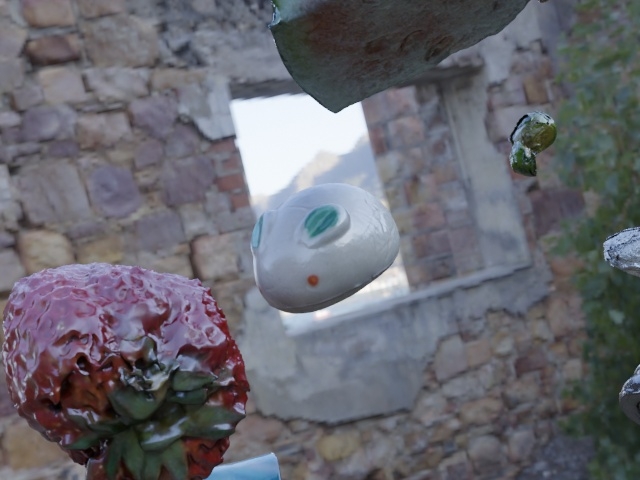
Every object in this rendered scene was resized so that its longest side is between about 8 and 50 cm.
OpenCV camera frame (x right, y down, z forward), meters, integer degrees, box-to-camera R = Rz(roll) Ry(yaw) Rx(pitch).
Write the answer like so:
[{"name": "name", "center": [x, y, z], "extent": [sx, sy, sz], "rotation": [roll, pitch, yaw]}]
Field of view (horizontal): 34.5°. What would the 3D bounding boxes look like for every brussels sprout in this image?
[{"name": "brussels sprout", "center": [0.236, -0.108, 1.170], "extent": [0.051, 0.046, 0.083], "rotation": [-23, 29, 54]}]

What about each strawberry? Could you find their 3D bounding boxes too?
[{"name": "strawberry", "center": [-0.246, 0.135, 1.302], "extent": [0.267, 0.312, 0.351], "rotation": [-42, 26, 11]}]

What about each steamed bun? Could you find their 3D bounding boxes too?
[{"name": "steamed bun", "center": [0.000, 0.000, 1.353], "extent": [0.177, 0.130, 0.228], "rotation": [-6, 21, 36]}]

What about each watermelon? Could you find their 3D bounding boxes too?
[{"name": "watermelon", "center": [0.114, -0.307, 1.047], "extent": [0.258, 0.387, 0.228], "rotation": [27, -3, 24]}]

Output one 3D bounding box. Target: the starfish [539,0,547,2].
[{"name": "starfish", "center": [0.235, -0.347, 1.106], "extent": [0.062, 0.277, 0.236], "rotation": [20, -26, -31]}]

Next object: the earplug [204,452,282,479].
[{"name": "earplug", "center": [-0.220, 0.390, 1.425], "extent": [0.324, 0.185, 0.185], "rotation": [2, -4, -13]}]

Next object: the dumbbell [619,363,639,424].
[{"name": "dumbbell", "center": [0.512, 0.093, 1.344], "extent": [0.179, 0.406, 0.179], "rotation": [19, -21, 8]}]

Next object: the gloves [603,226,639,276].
[{"name": "gloves", "center": [0.554, 0.013, 1.729], "extent": [0.153, 0.070, 0.114], "rotation": [3, 34, 20]}]
